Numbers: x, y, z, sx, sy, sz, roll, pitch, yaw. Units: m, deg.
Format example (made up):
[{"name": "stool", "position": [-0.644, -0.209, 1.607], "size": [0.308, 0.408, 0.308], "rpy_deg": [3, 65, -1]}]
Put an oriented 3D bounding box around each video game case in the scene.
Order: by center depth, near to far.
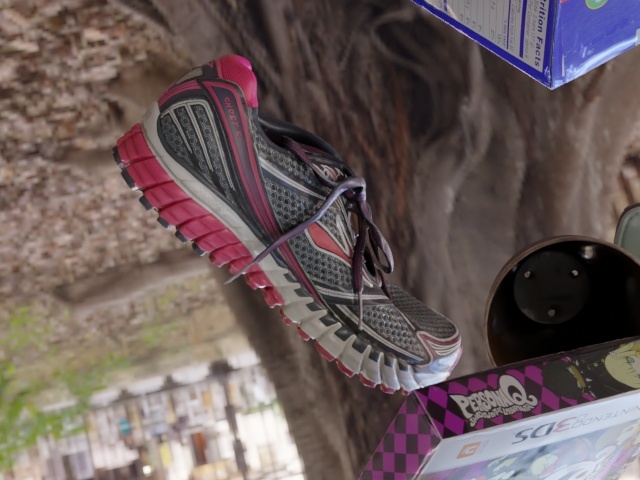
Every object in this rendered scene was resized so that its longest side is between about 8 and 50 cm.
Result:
[{"name": "video game case", "position": [0.108, 0.157, 0.781], "size": [0.210, 0.042, 0.232], "rpy_deg": [-7, 140, -32]}]

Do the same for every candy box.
[{"name": "candy box", "position": [0.208, -0.302, 1.147], "size": [0.268, 0.317, 0.122], "rpy_deg": [-29, 137, -23]}]

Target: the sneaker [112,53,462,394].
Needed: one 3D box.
[{"name": "sneaker", "position": [0.000, 0.000, 0.858], "size": [0.112, 0.299, 0.121], "rpy_deg": [-45, -154, 8]}]

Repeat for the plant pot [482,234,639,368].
[{"name": "plant pot", "position": [0.305, 0.081, 1.558], "size": [0.215, 0.215, 0.230], "rpy_deg": [-14, -171, 6]}]

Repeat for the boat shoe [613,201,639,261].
[{"name": "boat shoe", "position": [0.429, 0.042, 1.636], "size": [0.081, 0.228, 0.069], "rpy_deg": [-13, -150, 7]}]
